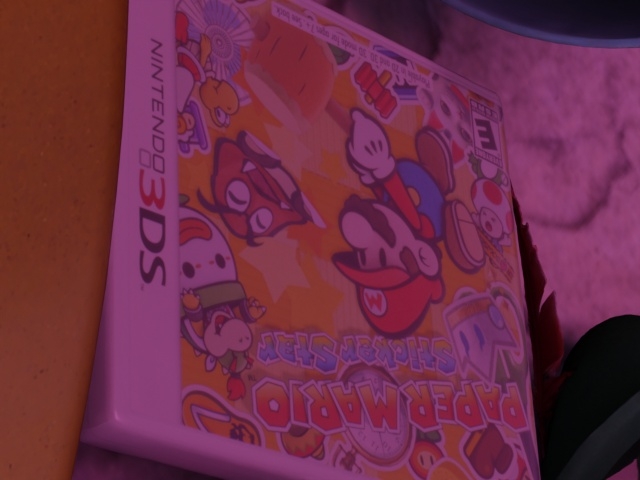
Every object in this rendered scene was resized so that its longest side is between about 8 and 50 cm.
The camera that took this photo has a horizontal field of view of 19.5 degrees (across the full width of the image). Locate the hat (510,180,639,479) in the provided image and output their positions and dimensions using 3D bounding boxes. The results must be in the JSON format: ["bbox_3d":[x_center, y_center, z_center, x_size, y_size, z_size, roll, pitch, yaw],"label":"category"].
[{"bbox_3d":[0.125,0.065,0.875,0.173,0.183,0.208,8,117,-36],"label":"hat"}]

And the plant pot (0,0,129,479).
[{"bbox_3d":[-0.178,0.015,0.476,0.212,0.212,0.187,-18,104,-45],"label":"plant pot"}]

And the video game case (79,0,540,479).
[{"bbox_3d":[0.000,0.000,0.712,0.227,0.026,0.206,22,55,-42],"label":"video game case"}]

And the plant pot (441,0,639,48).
[{"bbox_3d":[0.151,-0.251,0.805,0.235,0.293,0.293,-39,109,-60],"label":"plant pot"}]
